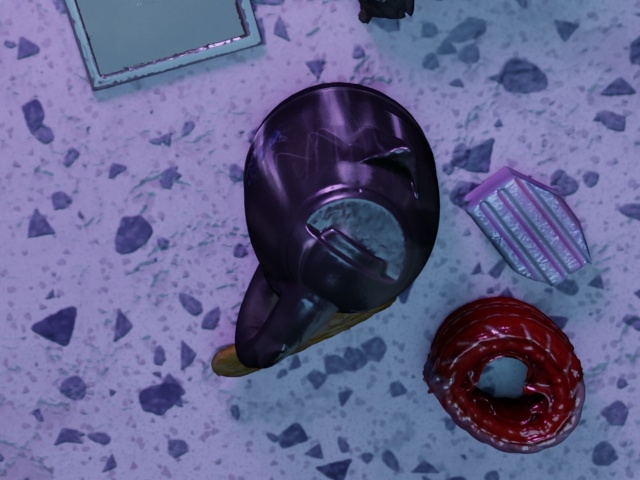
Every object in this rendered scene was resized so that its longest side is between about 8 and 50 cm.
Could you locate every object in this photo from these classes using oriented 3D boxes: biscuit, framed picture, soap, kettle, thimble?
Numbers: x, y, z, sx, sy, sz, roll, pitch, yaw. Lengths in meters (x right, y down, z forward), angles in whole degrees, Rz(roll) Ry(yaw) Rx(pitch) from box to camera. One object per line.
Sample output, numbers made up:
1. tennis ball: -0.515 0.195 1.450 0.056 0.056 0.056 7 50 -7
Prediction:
1. biscuit: -0.018 0.110 1.850 0.247 0.118 0.029 -25 77 7
2. framed picture: -0.203 -0.325 1.746 0.217 0.017 0.274 -13 108 3
3. soap: 0.255 -0.017 1.837 0.100 0.056 0.149 -37 105 13
4. kettle: 0.000 0.000 1.696 0.228 0.324 0.321 35 104 -12
5. thimble: 0.229 0.163 1.862 0.189 0.125 0.163 26 103 -9

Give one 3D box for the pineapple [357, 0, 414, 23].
1. pineapple: 0.118 -0.373 1.654 0.223 0.223 0.357 31 116 -11
